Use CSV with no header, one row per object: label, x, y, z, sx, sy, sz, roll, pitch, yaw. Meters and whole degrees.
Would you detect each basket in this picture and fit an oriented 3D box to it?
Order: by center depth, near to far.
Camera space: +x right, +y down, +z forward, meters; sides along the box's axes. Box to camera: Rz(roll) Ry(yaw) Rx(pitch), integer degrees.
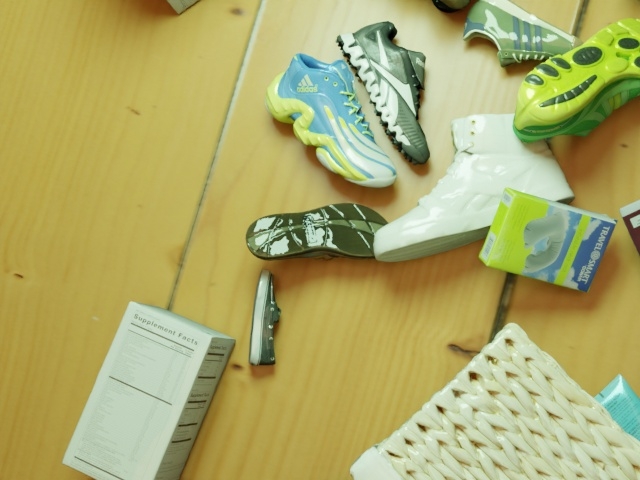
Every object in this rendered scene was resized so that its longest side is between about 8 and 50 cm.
basket,0.242,0.308,1.193,0.331,0.328,0.266,44,87,13

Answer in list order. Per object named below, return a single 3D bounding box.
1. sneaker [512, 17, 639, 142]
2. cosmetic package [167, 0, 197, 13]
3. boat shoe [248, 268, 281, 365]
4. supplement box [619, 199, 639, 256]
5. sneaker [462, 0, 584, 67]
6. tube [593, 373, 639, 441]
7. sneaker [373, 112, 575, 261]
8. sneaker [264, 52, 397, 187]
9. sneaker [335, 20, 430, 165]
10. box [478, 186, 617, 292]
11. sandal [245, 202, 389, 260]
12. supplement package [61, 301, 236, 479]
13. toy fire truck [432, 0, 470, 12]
sneaker,0.381,-0.220,1.338,0.295,0.123,0.109,-22,71,-21
cosmetic package,-0.188,-0.485,1.425,0.224,0.224,0.138,-33,78,4
boat shoe,-0.079,0.114,1.416,0.040,0.049,0.142,7,84,-9
supplement box,0.515,0.039,1.286,0.130,0.073,0.240,-28,77,34
sneaker,0.295,-0.284,1.402,0.192,0.064,0.086,34,95,13
tube,0.451,0.284,1.301,0.080,0.052,0.207,-42,72,-3
sneaker,0.193,-0.084,1.372,0.292,0.108,0.169,-19,78,-4
sneaker,0.026,-0.182,1.392,0.240,0.091,0.126,37,126,13
sneaker,0.118,-0.226,1.412,0.106,0.078,0.234,-29,76,7
box,0.318,0.003,1.312,0.178,0.042,0.109,14,107,-14
sandal,0.000,0.000,1.403,0.219,0.060,0.090,-7,66,-9
supplement package,-0.239,0.227,1.378,0.139,0.134,0.244,22,86,12
toy fire truck,0.188,-0.489,1.418,0.217,0.158,0.246,38,100,13
